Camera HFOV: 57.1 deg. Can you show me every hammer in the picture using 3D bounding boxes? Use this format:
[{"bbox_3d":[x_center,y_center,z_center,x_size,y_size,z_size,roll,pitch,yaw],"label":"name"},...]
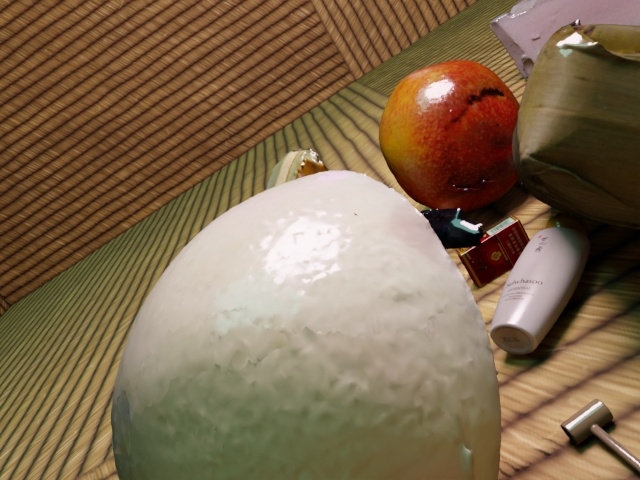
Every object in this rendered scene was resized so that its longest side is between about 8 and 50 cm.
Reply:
[{"bbox_3d":[0.217,0.152,0.412,0.035,0.019,0.110,-35,21,-4],"label":"hammer"}]

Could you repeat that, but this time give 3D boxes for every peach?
[{"bbox_3d":[0.195,-0.150,0.875,0.230,0.231,0.231,-30,19,11],"label":"peach"}]

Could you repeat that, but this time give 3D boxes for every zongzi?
[{"bbox_3d":[0.389,-0.092,0.581,0.392,0.174,0.356,8,8,14],"label":"zongzi"}]

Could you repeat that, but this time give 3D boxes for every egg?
[{"bbox_3d":[-0.045,0.111,0.431,0.200,0.338,0.337,-5,-2,-37],"label":"egg"}]

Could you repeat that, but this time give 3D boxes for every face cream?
[{"bbox_3d":[0.230,0.040,0.610,0.072,0.051,0.182,-12,28,49],"label":"face cream"}]

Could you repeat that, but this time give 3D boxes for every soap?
[{"bbox_3d":[0.530,-0.451,1.151,0.257,0.159,0.302,-34,16,-12],"label":"soap"}]

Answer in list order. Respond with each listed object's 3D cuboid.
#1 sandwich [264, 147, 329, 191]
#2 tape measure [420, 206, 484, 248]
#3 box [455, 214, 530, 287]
[{"bbox_3d":[-0.044,0.018,0.846,0.198,0.228,0.155,-38,19,-14],"label":"sandwich"},{"bbox_3d":[0.069,0.061,0.567,0.098,0.215,0.351,-44,20,-27],"label":"tape measure"},{"bbox_3d":[0.210,0.013,0.708,0.082,0.052,0.023,-32,18,4],"label":"box"}]
